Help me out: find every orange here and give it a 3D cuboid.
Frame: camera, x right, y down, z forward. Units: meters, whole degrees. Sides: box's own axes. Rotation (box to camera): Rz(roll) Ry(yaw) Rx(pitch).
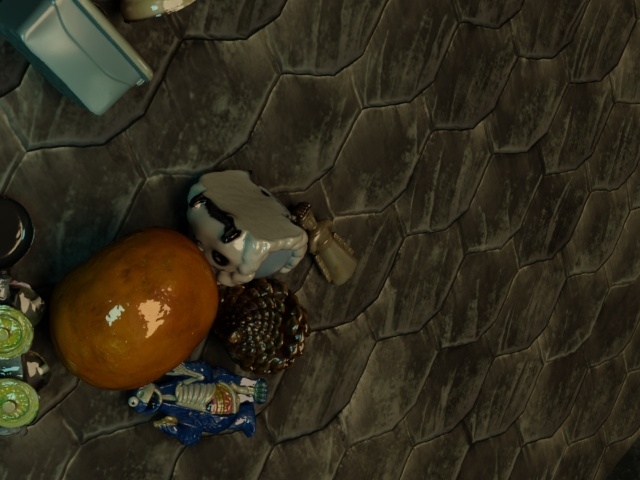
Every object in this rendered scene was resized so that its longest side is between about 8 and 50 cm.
[{"bbox_3d":[-0.294,0.109,1.688,0.284,0.284,0.226,-40,92,-30],"label":"orange"}]

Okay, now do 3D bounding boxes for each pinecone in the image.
[{"bbox_3d":[-0.107,0.159,1.968,0.168,0.185,0.212,-28,166,1],"label":"pinecone"}]

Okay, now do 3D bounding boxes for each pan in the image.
[{"bbox_3d":[-0.487,0.036,1.639,0.115,0.040,0.212,-19,108,-41],"label":"pan"}]

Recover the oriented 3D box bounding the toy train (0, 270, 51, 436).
[{"bbox_3d":[-0.499,0.171,1.576,0.177,0.134,0.261,-2,107,-4],"label":"toy train"}]

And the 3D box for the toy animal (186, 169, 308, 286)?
[{"bbox_3d":[-0.142,-0.008,1.880,0.204,0.208,0.156,-17,139,-42],"label":"toy animal"}]

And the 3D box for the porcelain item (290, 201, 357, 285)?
[{"bbox_3d":[0.000,0.000,2.110,0.084,0.054,0.213,-56,135,-21],"label":"porcelain item"}]

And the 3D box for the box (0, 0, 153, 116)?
[{"bbox_3d":[-0.368,-0.298,1.578,0.130,0.162,0.227,-49,132,-10],"label":"box"}]

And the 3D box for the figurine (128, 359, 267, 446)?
[{"bbox_3d":[-0.227,0.287,1.937,0.262,0.121,0.164,22,98,-33],"label":"figurine"}]

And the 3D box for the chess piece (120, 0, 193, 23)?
[{"bbox_3d":[-0.282,-0.478,1.631,0.143,0.143,0.261,-37,122,-32],"label":"chess piece"}]
